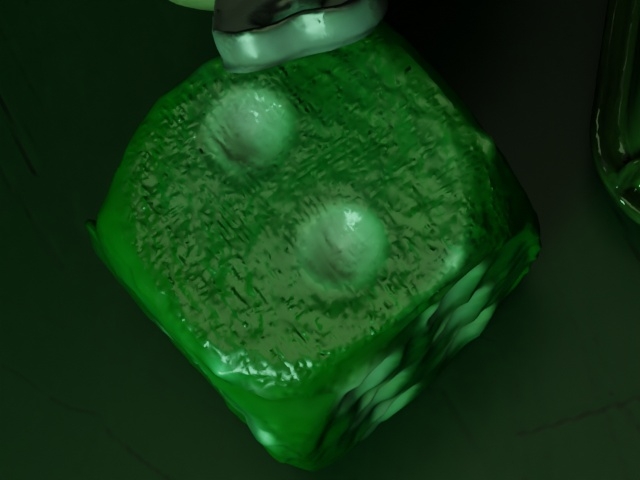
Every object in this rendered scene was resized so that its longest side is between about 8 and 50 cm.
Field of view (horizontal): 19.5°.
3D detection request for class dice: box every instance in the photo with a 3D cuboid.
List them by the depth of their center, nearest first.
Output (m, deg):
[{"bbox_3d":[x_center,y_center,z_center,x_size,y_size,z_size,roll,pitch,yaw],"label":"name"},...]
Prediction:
[{"bbox_3d":[0.000,0.000,0.674,0.131,0.128,0.120,-41,74,-7],"label":"dice"}]

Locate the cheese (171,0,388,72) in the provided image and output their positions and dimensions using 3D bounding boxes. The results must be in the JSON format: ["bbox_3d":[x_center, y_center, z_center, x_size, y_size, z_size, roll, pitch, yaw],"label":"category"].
[{"bbox_3d":[-0.008,-0.127,0.654,0.163,0.286,0.082,-14,117,12],"label":"cheese"}]

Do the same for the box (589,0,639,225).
[{"bbox_3d":[0.268,-0.112,0.645,0.328,0.178,0.253,8,76,10],"label":"box"}]
